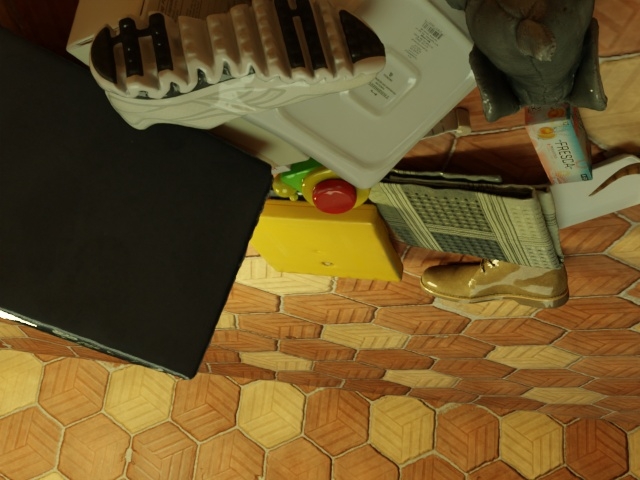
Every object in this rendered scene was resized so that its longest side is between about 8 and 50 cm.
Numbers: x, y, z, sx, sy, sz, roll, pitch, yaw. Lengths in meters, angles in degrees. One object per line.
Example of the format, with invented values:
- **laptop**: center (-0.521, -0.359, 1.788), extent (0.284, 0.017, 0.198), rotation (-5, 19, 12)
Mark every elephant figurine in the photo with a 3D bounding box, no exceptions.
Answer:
- **elephant figurine**: center (0.238, -0.197, 0.836), extent (0.169, 0.186, 0.239), rotation (33, 163, 38)

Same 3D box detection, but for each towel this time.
- **towel**: center (0.250, -0.044, 1.353), extent (0.312, 0.056, 0.324), rotation (10, 163, 27)

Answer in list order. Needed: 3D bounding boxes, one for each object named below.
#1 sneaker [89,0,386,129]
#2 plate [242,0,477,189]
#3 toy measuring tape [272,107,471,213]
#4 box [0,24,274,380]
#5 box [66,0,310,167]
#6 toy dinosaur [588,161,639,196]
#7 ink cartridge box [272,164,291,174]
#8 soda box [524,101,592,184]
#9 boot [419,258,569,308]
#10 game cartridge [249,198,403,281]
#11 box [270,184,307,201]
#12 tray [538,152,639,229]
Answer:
- **sneaker**: center (-0.080, -0.174, 0.805), extent (0.291, 0.110, 0.118), rotation (-5, 152, -5)
- **plate**: center (0.065, -0.191, 0.908), extent (0.278, 0.045, 0.277), rotation (-44, 134, 20)
- **toy measuring tape**: center (0.081, -0.114, 1.202), extent (0.330, 0.122, 0.121), rotation (-14, 152, 21)
- **box**: center (-0.396, -0.047, 1.042), extent (0.479, 0.298, 0.471), rotation (26, 165, -24)
- **box**: center (-0.137, -0.217, 0.951), extent (0.121, 0.148, 0.311), rotation (-8, 152, 33)
- **toy dinosaur**: center (0.487, -0.100, 1.106), extent (0.211, 0.112, 0.064), rotation (13, 158, -13)
- **ink cartridge box**: center (-0.154, -0.152, 1.197), extent (0.190, 0.082, 0.139), rotation (-8, 154, 35)
- **soda box**: center (0.338, -0.146, 1.106), extent (0.062, 0.058, 0.183), rotation (-5, 156, 26)
- **boot**: center (0.347, 0.061, 1.601), extent (0.305, 0.112, 0.115), rotation (1, 128, 24)
- **game cartridge**: center (0.000, 0.000, 1.533), extent (0.285, 0.053, 0.324), rotation (4, 159, 16)
- **box**: center (-0.048, -0.082, 1.419), extent (0.083, 0.018, 0.067), rotation (4, 158, 5)
- **tray**: center (0.431, -0.079, 1.280), extent (0.145, 0.030, 0.270), rotation (21, 154, -30)
